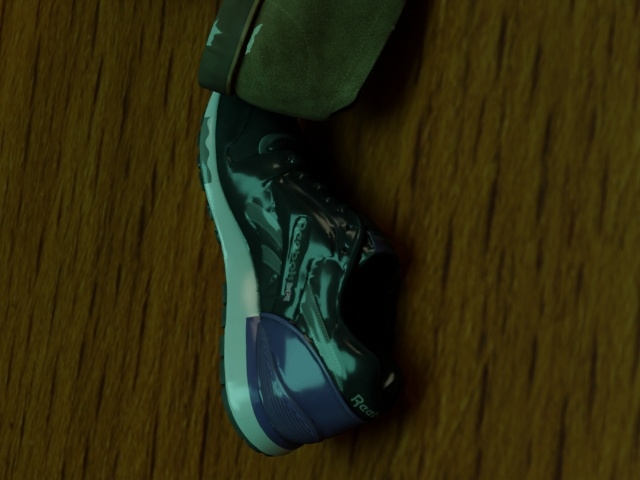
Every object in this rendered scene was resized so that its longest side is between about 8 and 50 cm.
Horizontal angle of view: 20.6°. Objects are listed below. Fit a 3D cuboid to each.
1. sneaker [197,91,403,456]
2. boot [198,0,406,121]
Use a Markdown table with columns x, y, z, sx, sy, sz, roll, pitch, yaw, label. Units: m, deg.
| x | y | z | sx | sy | sz | roll | pitch | yaw | label |
| --- | --- | --- | --- | --- | --- | --- | --- | --- | --- |
| 0.000 | 0.000 | 1.211 | 0.124 | 0.107 | 0.283 | -21 | 65 | 29 | sneaker |
| 0.025 | -0.226 | 1.219 | 0.112 | 0.115 | 0.305 | 68 | -137 | -83 | boot |
